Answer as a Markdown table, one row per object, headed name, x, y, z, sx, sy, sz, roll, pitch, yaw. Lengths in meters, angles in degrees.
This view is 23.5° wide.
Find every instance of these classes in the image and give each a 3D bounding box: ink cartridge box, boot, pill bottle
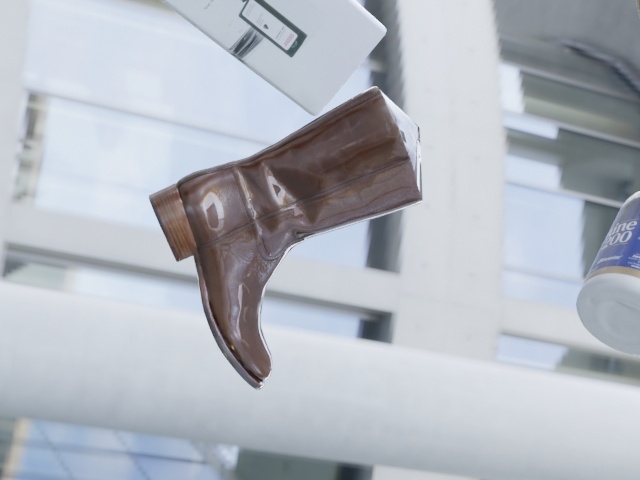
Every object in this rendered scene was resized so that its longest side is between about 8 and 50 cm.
| name | x | y | z | sx | sy | sz | roll | pitch | yaw |
| --- | --- | --- | --- | --- | --- | --- | --- | --- | --- |
| ink cartridge box | -0.069 | -0.189 | 1.049 | 0.086 | 0.203 | 0.148 | -50 | -129 | 6 |
| boot | 0.000 | 0.000 | 0.644 | 0.037 | 0.114 | 0.106 | -116 | -178 | -60 |
| pill bottle | 0.212 | 0.009 | 0.975 | 0.067 | 0.067 | 0.120 | -39 | -166 | 53 |

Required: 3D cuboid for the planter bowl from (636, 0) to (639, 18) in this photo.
| name | x | y | z | sx | sy | sz | roll | pitch | yaw |
| --- | --- | --- | --- | --- | --- | --- | --- | --- | --- |
| planter bowl | 0.372 | -0.194 | 1.375 | 0.162 | 0.109 | 0.162 | 61 | -5 | 10 |
